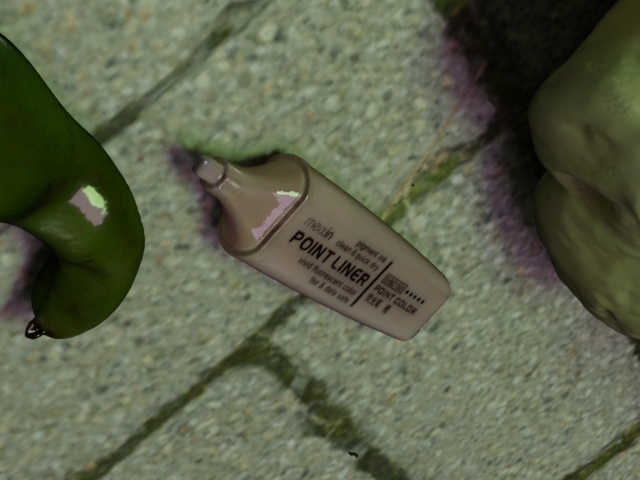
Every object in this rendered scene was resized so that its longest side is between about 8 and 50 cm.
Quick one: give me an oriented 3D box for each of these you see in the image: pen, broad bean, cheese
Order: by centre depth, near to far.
[{"bbox_3d":[-0.116,-0.030,0.626,0.070,0.048,0.213,-34,144,-10],"label":"broad bean"},{"bbox_3d":[0.000,0.000,0.764,0.053,0.032,0.197,-48,142,8],"label":"pen"},{"bbox_3d":[0.180,-0.046,0.787,0.159,0.093,0.263,-41,156,-9],"label":"cheese"}]
